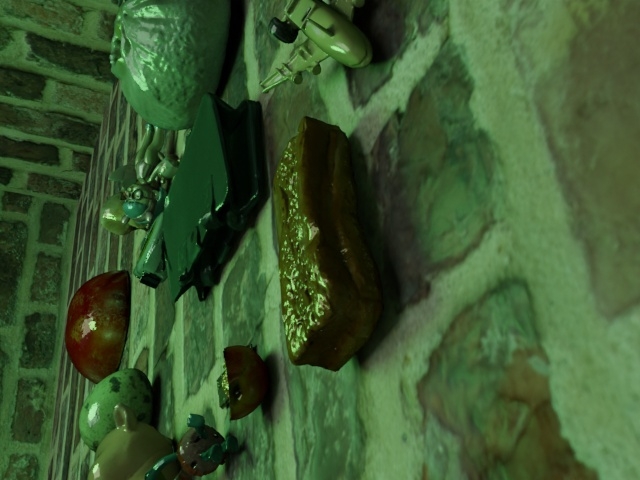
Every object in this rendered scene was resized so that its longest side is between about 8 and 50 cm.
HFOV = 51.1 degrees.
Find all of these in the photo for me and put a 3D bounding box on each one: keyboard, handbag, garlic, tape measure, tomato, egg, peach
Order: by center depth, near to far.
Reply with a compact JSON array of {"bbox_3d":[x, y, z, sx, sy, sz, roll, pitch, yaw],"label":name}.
[{"bbox_3d":[-0.097,0.181,0.862,0.098,0.061,0.098,176,90,-83],"label":"peach"},{"bbox_3d":[-0.121,0.197,0.961,0.129,0.015,0.049,-51,43,46],"label":"keyboard"},{"bbox_3d":[-0.192,-0.067,1.130,0.326,0.089,0.239,-53,37,44],"label":"handbag"},{"bbox_3d":[-0.287,-0.062,1.366,0.164,0.084,0.330,17,83,65],"label":"tape measure"},{"bbox_3d":[-0.413,0.350,1.373,0.141,0.141,0.182,-2,61,64],"label":"egg"},{"bbox_3d":[-0.479,-0.088,1.720,0.175,0.124,0.099,-57,5,-13],"label":"garlic"},{"bbox_3d":[-0.645,0.236,1.908,0.338,0.143,0.339,-30,55,56],"label":"tomato"}]

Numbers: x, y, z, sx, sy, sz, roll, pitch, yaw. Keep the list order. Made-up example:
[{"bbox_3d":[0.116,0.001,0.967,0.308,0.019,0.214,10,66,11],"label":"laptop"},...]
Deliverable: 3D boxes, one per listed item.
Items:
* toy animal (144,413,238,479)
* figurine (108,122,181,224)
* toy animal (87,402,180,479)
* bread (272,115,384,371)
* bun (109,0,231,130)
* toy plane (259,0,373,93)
[{"bbox_3d":[-0.189,0.325,0.949,0.208,0.103,0.100,-59,31,36],"label":"toy animal"},{"bbox_3d":[-0.394,-0.161,1.606,0.205,0.103,0.260,-2,74,28],"label":"figurine"},{"bbox_3d":[-0.301,0.412,1.093,0.166,0.153,0.250,95,163,-51],"label":"toy animal"},{"bbox_3d":[-0.002,0.000,0.710,0.139,0.077,0.271,119,151,-42],"label":"bread"},{"bbox_3d":[-0.313,-0.408,1.371,0.362,0.211,0.362,-28,57,56],"label":"bun"},{"bbox_3d":[-0.001,-0.260,0.798,0.229,0.092,0.244,-54,29,18],"label":"toy plane"}]
